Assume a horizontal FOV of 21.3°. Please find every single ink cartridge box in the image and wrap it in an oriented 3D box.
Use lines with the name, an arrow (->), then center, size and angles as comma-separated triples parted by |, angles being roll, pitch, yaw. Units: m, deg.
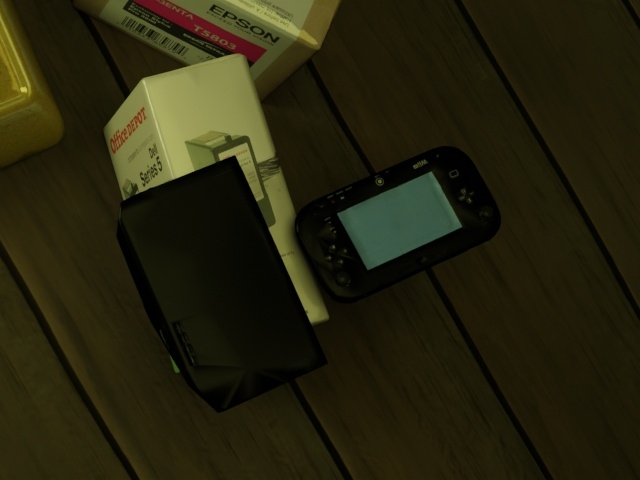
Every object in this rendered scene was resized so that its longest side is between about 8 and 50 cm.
ink cartridge box -> -0.117, -0.250, 1.737 | 0.235, 0.193, 0.088 | 26, 71, -12
ink cartridge box -> -0.110, -0.022, 1.690 | 0.115, 0.198, 0.273 | -16, 84, -21

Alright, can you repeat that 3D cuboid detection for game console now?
game console -> 0.000, 0.000, 1.593 | 0.361, 0.044, 0.213 | -24, 88, -23

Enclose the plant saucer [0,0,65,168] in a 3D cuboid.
plant saucer -> -0.422, -0.195, 1.618 | 0.333, 0.081, 0.332 | -28, 102, -33
